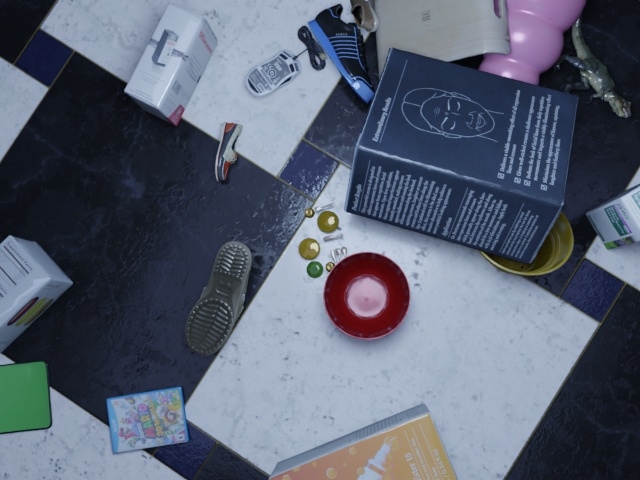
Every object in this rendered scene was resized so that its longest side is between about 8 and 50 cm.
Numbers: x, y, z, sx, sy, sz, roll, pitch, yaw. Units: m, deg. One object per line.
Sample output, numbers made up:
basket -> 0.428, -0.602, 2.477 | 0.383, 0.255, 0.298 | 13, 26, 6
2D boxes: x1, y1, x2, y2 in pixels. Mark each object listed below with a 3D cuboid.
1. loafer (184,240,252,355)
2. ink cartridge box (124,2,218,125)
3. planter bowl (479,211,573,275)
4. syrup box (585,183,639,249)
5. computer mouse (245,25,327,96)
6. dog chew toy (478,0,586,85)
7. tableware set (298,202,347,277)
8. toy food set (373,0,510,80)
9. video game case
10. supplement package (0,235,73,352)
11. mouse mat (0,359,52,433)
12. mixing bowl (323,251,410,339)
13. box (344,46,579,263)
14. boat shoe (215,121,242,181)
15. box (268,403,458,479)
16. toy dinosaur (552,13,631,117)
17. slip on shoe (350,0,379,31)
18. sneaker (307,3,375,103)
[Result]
loafer -> -0.206, 0.124, 1.731 | 0.102, 0.092, 0.268 | 27, 103, 7
ink cartridge box -> -0.320, -0.380, 1.748 | 0.092, 0.158, 0.218 | 27, 86, 6
planter bowl -> 0.408, 0.004, 1.685 | 0.217, 0.090, 0.217 | 3, 55, -4
syrup box -> 0.628, -0.053, 1.621 | 0.096, 0.237, 0.093 | -31, 84, 0
computer mouse -> -0.084, -0.387, 1.795 | 0.193, 0.042, 0.106 | -34, 88, -6
dog chew toy -> 0.429, -0.441, 1.696 | 0.207, 0.206, 0.331 | 18, 94, 5
tableware set -> 0.000, 0.000, 1.763 | 0.104, 0.024, 0.154 | -15, 85, 5
toy food set -> 0.246, -0.464, 1.702 | 0.306, 0.092, 0.219 | -7, 83, 36
video game case -> -0.376, 0.390, 1.749 | 0.166, 0.015, 0.119 | -10, 84, 3
supplement package -> -0.684, 0.125, 1.731 | 0.244, 0.139, 0.134 | -44, 82, -1
mouse mat -> -0.688, 0.349, 1.777 | 0.190, 0.007, 0.152 | -7, 84, 4
mixing bowl -> 0.097, 0.118, 1.705 | 0.181, 0.098, 0.181 | 0, 84, 3
box -> 0.279, -0.171, 1.610 | 0.395, 0.212, 0.293 | 17, 56, 5
boat shoe -> -0.204, -0.195, 1.781 | 0.043, 0.049, 0.137 | 9, 80, 2
box -> 0.099, 0.501, 1.634 | 0.345, 0.168, 0.215 | -23, 84, 1
toy dinosaur -> 0.571, -0.367, 1.746 | 0.118, 0.064, 0.268 | -22, 81, -6
slip on shoe -> 0.086, -0.508, 1.766 | 0.041, 0.051, 0.135 | 1, 53, -29
sneaker -> 0.066, -0.414, 1.767 | 0.090, 0.081, 0.232 | -34, 82, 7
